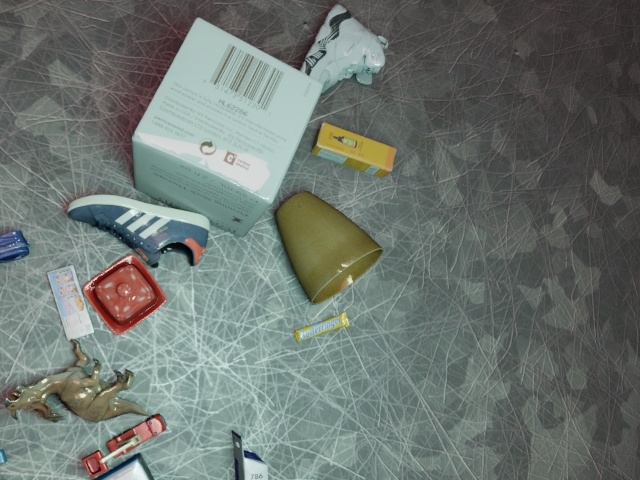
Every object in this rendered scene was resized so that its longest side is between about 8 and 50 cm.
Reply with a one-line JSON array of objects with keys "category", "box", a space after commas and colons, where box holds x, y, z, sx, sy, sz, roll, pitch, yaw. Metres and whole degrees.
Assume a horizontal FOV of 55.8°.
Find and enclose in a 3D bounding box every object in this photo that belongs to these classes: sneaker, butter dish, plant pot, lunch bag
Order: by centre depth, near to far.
[{"category": "lunch bag", "box": [-0.751, 0.020, 1.459, 0.098, 0.067, 0.065, -18, 85, -20]}, {"category": "butter dish", "box": [-0.481, 0.128, 1.489, 0.160, 0.118, 0.160, -37, 92, -19]}, {"category": "sneaker", "box": [-0.457, -0.013, 1.516, 0.350, 0.131, 0.148, 9, 73, -14]}, {"category": "plant pot", "box": [0.000, 0.000, 1.615, 0.237, 0.237, 0.254, -31, 74, -19]}, {"category": "sneaker", "box": [0.060, -0.499, 1.755, 0.210, 0.137, 0.366, 26, 70, -7]}]

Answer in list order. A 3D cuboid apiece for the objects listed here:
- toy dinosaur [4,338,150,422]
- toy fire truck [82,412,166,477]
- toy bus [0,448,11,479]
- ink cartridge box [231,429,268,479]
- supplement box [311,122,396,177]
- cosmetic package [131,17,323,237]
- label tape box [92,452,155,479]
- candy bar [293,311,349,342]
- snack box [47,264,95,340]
[{"category": "toy dinosaur", "box": [-0.560, 0.371, 1.423, 0.295, 0.127, 0.200, 36, 79, -20]}, {"category": "toy fire truck", "box": [-0.453, 0.475, 1.420, 0.192, 0.135, 0.047, -27, 88, -19]}, {"category": "toy bus", "box": [-0.764, 0.580, 1.327, 0.202, 0.104, 0.191, -37, 91, -20]}, {"category": "ink cartridge box", "box": [-0.165, 0.631, 1.457, 0.065, 0.165, 0.333, -3, 81, -17]}, {"category": "supplement box", "box": [0.096, -0.259, 1.753, 0.233, 0.080, 0.078, 19, 74, -14]}, {"category": "cosmetic package", "box": [-0.240, -0.248, 1.485, 0.329, 0.393, 0.327, 25, 73, -10]}, {"category": "label tape box", "box": [-0.451, 0.706, 1.392, 0.240, 0.106, 0.334, -28, 88, -19]}, {"category": "candy bar", "box": [0.002, 0.240, 1.659, 0.161, 0.018, 0.040, -16, 84, -19]}, {"category": "snack box", "box": [-0.617, 0.154, 1.495, 0.064, 0.022, 0.178, -18, 85, -18]}]
